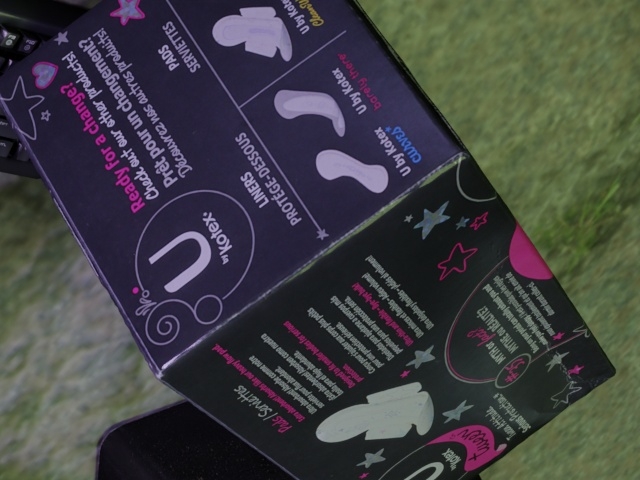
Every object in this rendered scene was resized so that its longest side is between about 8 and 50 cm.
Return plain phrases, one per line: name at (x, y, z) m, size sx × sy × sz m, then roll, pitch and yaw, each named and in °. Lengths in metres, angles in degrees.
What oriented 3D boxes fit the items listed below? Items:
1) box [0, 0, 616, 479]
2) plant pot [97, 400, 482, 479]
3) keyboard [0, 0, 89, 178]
box at (0.000, 0.000, 0.798) m, size 0.142 × 0.163 × 0.247 m, roll -36°, pitch 149°, yaw 3°
plant pot at (0.001, 0.190, 0.995) m, size 0.188 × 0.167 × 0.187 m, roll -19°, pitch 135°, yaw -33°
keyboard at (-0.147, -0.079, 0.731) m, size 0.180 × 0.023 × 0.108 m, roll 11°, pitch 115°, yaw -49°
